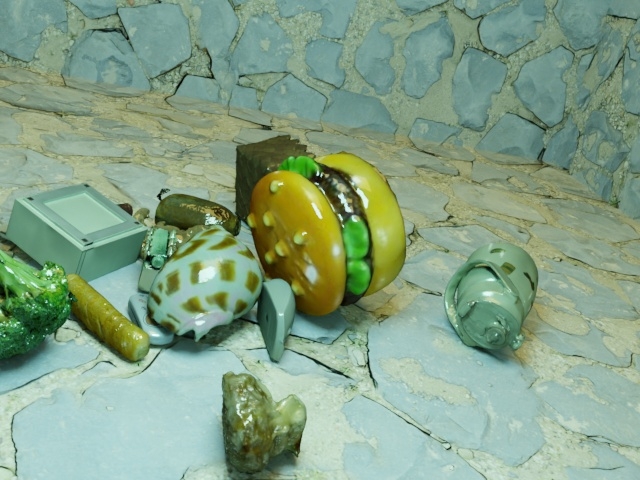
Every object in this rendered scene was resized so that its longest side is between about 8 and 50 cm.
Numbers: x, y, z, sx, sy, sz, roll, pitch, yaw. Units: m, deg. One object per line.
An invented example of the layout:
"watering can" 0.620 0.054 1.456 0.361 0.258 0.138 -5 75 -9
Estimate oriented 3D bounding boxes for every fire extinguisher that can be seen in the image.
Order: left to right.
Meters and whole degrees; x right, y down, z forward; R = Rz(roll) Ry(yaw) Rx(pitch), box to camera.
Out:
"fire extinguisher" -0.605 -0.074 1.999 0.078 0.045 0.157 -4 7 42

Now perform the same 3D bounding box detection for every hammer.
"hammer" -0.744 0.018 1.736 0.035 0.019 0.110 12 17 -5

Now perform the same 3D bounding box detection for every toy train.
"toy train" -0.399 0.041 1.740 0.080 0.125 0.194 16 18 -15

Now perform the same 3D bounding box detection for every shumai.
"shumai" -0.100 0.311 1.243 0.153 0.161 0.209 4 7 -15

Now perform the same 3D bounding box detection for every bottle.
"bottle" 0.441 0.152 1.867 0.229 0.229 0.351 20 27 14

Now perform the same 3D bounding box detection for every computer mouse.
"computer mouse" -0.092 0.170 1.615 0.079 0.128 0.231 2 26 -13

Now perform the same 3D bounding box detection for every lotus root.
"lotus root" -0.343 -0.055 1.986 0.241 0.123 0.124 15 -14 4

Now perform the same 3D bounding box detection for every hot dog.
"hot dog" -0.455 0.157 1.491 0.286 0.088 0.061 26 31 33

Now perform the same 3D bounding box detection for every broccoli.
"broccoli" -0.612 0.096 1.329 0.269 0.269 0.254 2 13 -27

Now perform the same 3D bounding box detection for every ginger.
"ginger" -0.380 0.006 1.879 0.258 0.065 0.149 19 58 -5

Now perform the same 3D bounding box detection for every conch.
"conch" -0.256 0.081 1.620 0.249 0.197 0.368 7 11 -13

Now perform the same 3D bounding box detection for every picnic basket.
"picnic basket" -0.087 -0.172 2.197 0.321 0.291 0.254 -12 33 -30

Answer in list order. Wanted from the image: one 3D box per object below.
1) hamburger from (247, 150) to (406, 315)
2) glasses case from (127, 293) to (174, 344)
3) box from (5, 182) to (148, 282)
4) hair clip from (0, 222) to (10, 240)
"hamburger" 0.000 0.000 1.745 0.277 0.396 0.395 -22 39 -30
"glasses case" -0.369 0.169 1.556 0.067 0.045 0.178 3 25 -31
"box" -0.584 -0.025 1.732 0.225 0.117 0.225 35 28 15
"hair clip" -0.717 -0.035 1.817 0.140 0.054 0.220 25 24 15
